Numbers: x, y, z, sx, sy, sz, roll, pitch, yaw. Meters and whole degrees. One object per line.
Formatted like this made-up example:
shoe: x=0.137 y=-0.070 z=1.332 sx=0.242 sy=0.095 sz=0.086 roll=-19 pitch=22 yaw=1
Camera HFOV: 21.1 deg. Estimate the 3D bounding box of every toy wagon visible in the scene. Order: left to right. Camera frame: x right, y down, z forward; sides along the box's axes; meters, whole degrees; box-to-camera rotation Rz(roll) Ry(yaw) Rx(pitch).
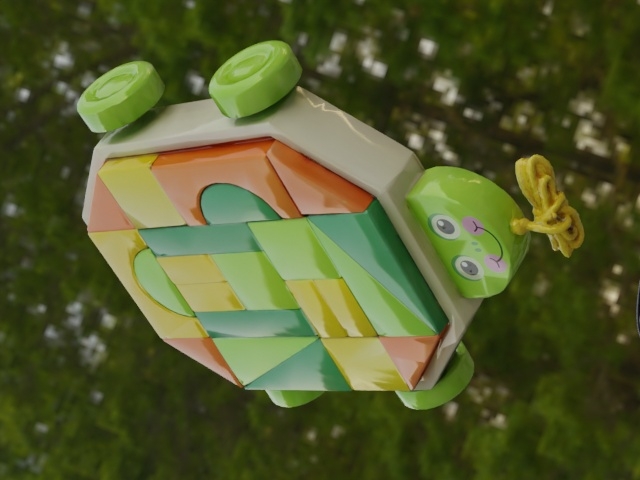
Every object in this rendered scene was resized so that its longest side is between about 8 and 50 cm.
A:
toy wagon: x=0.000 y=0.000 z=1.078 sx=0.068 sy=0.344 sz=0.267 roll=-54 pitch=-54 yaw=-35

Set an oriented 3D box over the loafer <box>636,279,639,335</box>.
loafer: x=0.446 y=0.005 z=1.976 sx=0.095 sy=0.109 sz=0.302 roll=-46 pitch=-20 yaw=-73
